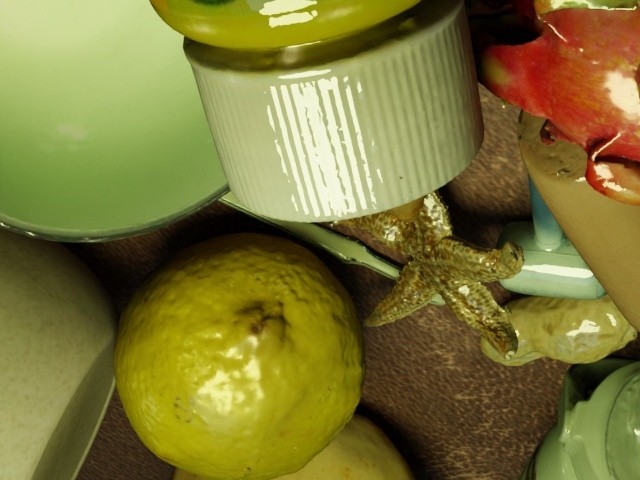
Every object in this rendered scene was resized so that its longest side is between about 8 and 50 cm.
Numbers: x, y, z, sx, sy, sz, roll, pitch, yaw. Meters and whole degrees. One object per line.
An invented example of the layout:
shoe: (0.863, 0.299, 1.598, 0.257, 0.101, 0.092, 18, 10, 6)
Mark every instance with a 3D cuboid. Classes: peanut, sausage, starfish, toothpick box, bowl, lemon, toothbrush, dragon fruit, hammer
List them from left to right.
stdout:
toothpick box: (-0.445, 0.124, 1.721, 0.425, 0.409, 0.409, 23, 147, 4)
bowl: (-0.179, -0.195, 1.280, 0.354, 0.354, 0.185, 45, -179, -35)
lemon: (-0.079, 0.115, 1.668, 0.260, 0.260, 0.284, 33, 153, -23)
toothbrush: (0.002, -0.001, 1.679, 0.294, 0.026, 0.028, 27, 160, -15)
starfish: (0.100, 0.013, 1.580, 0.235, 0.062, 0.277, 55, 153, -3)
hammer: (0.208, -0.023, 1.526, 0.116, 0.069, 0.194, 6, 140, 18)
peanut: (0.230, 0.085, 1.653, 0.174, 0.080, 0.080, -13, 136, 36)
sausage: (0.258, -0.035, 1.432, 0.123, 0.123, 0.253, -10, 138, 34)
dragon fruit: (0.223, -0.146, 1.204, 0.243, 0.227, 0.307, 14, -172, -24)

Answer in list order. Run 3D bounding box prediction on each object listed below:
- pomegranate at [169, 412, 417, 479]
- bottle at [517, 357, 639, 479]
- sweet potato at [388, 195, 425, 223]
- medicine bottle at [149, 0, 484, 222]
pomegranate: (-0.023, 0.354, 1.917, 0.343, 0.342, 0.342, 12, 146, 8)
bottle: (0.314, 0.225, 1.687, 0.229, 0.229, 0.351, 14, 152, 5)
sweet potato: (0.053, -0.105, 1.455, 0.065, 0.051, 0.218, -12, 124, 1)
medicine bottle: (-0.018, -0.220, 1.098, 0.224, 0.224, 0.384, 0, 122, 24)
